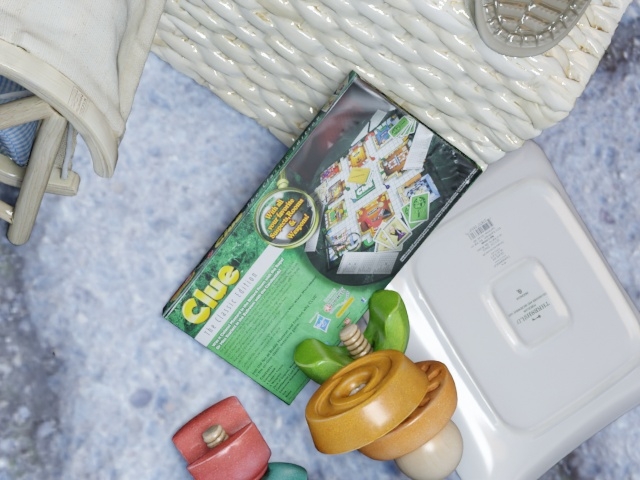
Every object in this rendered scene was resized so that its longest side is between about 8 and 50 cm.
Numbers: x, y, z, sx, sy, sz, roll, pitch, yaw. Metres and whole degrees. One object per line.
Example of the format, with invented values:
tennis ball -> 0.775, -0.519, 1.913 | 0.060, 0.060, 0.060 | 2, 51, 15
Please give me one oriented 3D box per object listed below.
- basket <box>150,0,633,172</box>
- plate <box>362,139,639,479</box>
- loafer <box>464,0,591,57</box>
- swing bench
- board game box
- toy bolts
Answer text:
basket -> 0.073, -0.232, 1.700 | 0.331, 0.328, 0.266 | 34, 60, -12
plate -> 0.179, 0.064, 1.819 | 0.277, 0.045, 0.278 | -30, 87, -34
loafer -> 0.168, -0.265, 1.521 | 0.102, 0.092, 0.268 | 15, 83, -12
swing bench -> -0.211, -0.169, 1.552 | 0.165, 0.255, 0.253 | 28, 60, -22
board game box -> 0.000, 0.000, 1.645 | 0.136, 0.259, 0.030 | 36, 13, -16
toy bolts -> 0.017, 0.182, 1.584 | 0.228, 0.218, 0.158 | -33, 107, 1
